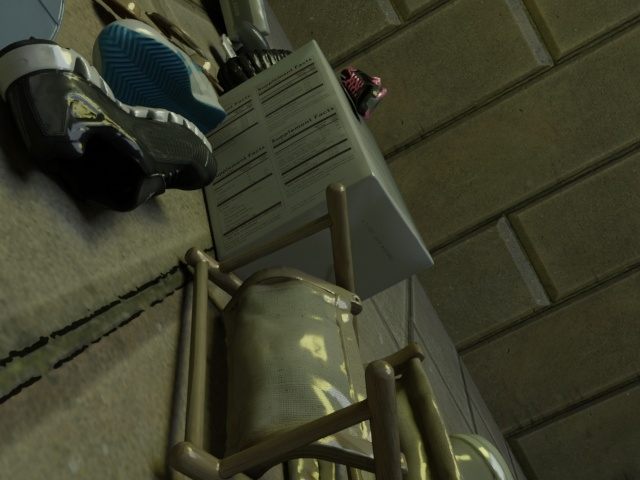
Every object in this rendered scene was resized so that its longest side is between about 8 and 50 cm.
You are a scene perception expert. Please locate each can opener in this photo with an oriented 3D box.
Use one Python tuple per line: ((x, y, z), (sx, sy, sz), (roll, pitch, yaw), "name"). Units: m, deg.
((-0.099, -0.277, 1.245), (0.283, 0.095, 0.076), (58, 12, -16), "can opener")

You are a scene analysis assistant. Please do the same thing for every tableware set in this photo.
((-0.188, -0.242, 0.776), (0.168, 0.020, 0.141), (33, -1, 21), "tableware set")

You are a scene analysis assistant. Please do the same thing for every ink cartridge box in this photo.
((-0.183, -0.615, 1.480), (0.385, 0.091, 0.308), (-88, 165, -74), "ink cartridge box")

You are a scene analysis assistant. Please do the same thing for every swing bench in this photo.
((0.009, 0.135, 0.568), (0.253, 0.165, 0.255), (-102, 166, -57), "swing bench")

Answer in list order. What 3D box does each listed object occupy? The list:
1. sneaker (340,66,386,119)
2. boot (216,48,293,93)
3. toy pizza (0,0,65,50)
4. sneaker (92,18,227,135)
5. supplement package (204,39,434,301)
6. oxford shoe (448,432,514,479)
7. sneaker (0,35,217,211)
((0.048, -0.192, 0.823), (0.057, 0.047, 0.119), (34, 18, -16), "sneaker")
((-0.021, -0.202, 1.192), (0.348, 0.131, 0.260), (1, 60, -62), "boot")
((-0.251, -0.222, 0.462), (0.201, 0.032, 0.201), (-4, 90, -78), "toy pizza")
((-0.178, -0.174, 0.684), (0.092, 0.087, 0.228), (57, 3, 10), "sneaker")
((-0.017, -0.068, 0.831), (0.199, 0.198, 0.263), (49, 17, -48), "supplement package")
((0.208, 0.467, 0.785), (0.130, 0.169, 0.449), (-10, 75, -32), "oxford shoe")
((-0.154, -0.062, 0.523), (0.234, 0.078, 0.106), (28, 38, -64), "sneaker")
